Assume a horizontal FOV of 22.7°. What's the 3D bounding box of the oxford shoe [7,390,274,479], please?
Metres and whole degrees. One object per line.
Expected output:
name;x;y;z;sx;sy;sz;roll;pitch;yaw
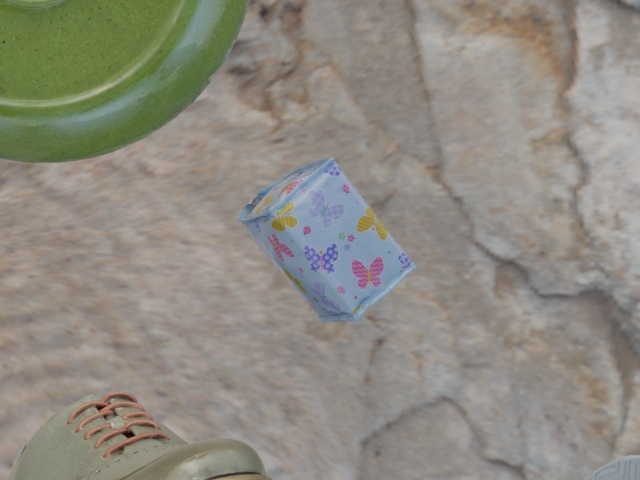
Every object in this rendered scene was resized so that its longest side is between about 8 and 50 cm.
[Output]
oxford shoe;-0.153;0.175;1.139;0.140;0.397;0.146;-1;74;-32

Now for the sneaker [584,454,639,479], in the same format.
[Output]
sneaker;0.292;0.218;0.825;0.182;0.127;0.315;-10;51;-42

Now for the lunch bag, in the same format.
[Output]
lunch bag;0.000;0.000;0.779;0.053;0.083;0.071;-41;98;-18

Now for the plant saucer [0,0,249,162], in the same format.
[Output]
plant saucer;-0.156;-0.161;0.876;0.241;0.037;0.241;0;98;-2
